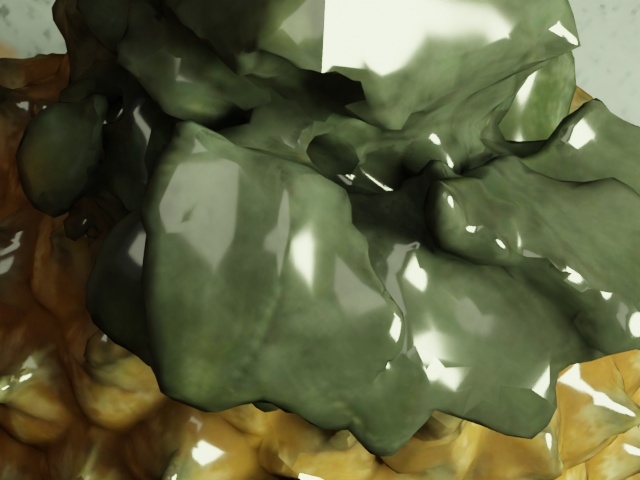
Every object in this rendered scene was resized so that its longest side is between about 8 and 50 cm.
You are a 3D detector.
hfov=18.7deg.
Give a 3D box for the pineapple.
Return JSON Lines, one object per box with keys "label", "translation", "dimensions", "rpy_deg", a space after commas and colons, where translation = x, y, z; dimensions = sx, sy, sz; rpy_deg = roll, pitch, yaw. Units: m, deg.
{"label": "pineapple", "translation": [-0.001, 0.002, 0.466], "dimensions": [0.223, 0.357, 0.223], "rpy_deg": [2, 64, -5]}
